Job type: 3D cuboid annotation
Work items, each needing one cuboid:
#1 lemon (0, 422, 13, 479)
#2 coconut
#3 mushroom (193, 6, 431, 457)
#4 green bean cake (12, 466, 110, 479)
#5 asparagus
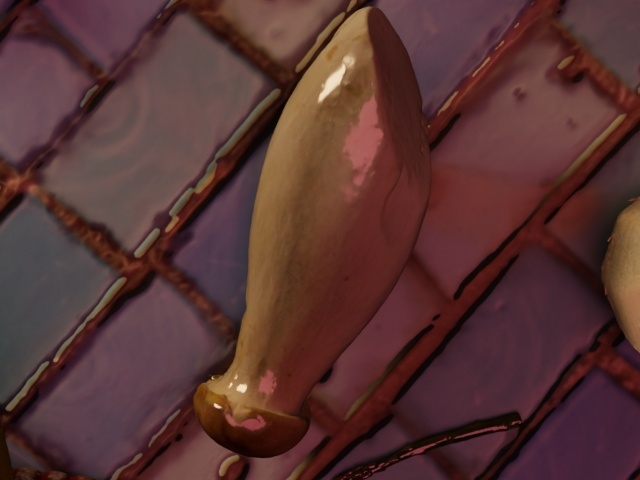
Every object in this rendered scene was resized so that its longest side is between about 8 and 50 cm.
[{"bbox_3d":[-0.373,0.190,1.035,0.336,0.336,0.336,-1,102,-7],"label":"lemon"},{"bbox_3d":[0.302,0.039,1.161,0.161,0.161,0.162,-20,106,-2],"label":"coconut"},{"bbox_3d":[0.000,0.000,1.129,0.128,0.128,0.350,19,102,-10],"label":"mushroom"},{"bbox_3d":[-0.219,0.249,1.193,0.135,0.056,0.135,10,101,-8],"label":"green bean cake"},{"bbox_3d":[0.086,0.169,1.232,0.163,0.016,0.016,-19,122,-3],"label":"asparagus"}]
